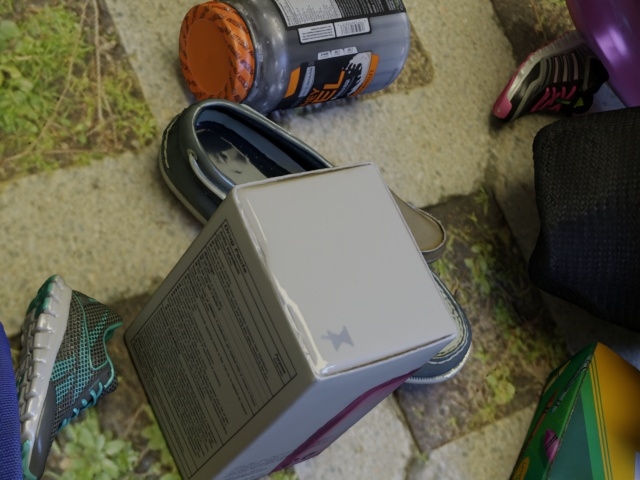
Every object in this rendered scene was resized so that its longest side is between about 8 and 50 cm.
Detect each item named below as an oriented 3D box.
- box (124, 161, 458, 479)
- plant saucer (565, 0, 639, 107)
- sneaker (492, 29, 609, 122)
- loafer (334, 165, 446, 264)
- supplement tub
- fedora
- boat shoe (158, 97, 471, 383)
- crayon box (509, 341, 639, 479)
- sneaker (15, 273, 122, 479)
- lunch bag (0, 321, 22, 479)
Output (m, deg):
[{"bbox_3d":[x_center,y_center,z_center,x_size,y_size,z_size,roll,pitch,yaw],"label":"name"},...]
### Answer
[{"bbox_3d":[-0.030,0.068,1.058,0.126,0.232,0.149,-13,69,-34],"label":"box"},{"bbox_3d":[0.365,-0.193,1.394,0.084,0.332,0.332,-38,83,-8],"label":"plant saucer"},{"bbox_3d":[0.240,-0.155,1.465,0.075,0.063,0.170,44,44,9],"label":"sneaker"},{"bbox_3d":[0.051,-0.022,1.281,0.148,0.050,0.056,20,54,-18],"label":"loafer"},{"bbox_3d":[-0.024,-0.177,1.291,0.190,0.117,0.117,-15,70,-35],"label":"supplement tub"},{"bbox_3d":[0.265,-0.022,1.300,0.152,0.334,0.334,3,54,10],"label":"fedora"},{"bbox_3d":[0.000,0.000,1.190,0.319,0.099,0.116,41,69,1],"label":"boat shoe"},{"bbox_3d":[0.302,0.236,1.245,0.278,0.081,0.165,35,50,-6],"label":"crayon box"},{"bbox_3d":[-0.185,0.105,1.060,0.076,0.065,0.167,23,54,-21],"label":"sneaker"},{"bbox_3d":[-0.346,0.144,0.822,0.327,0.239,0.385,10,34,-23],"label":"lunch bag"}]
